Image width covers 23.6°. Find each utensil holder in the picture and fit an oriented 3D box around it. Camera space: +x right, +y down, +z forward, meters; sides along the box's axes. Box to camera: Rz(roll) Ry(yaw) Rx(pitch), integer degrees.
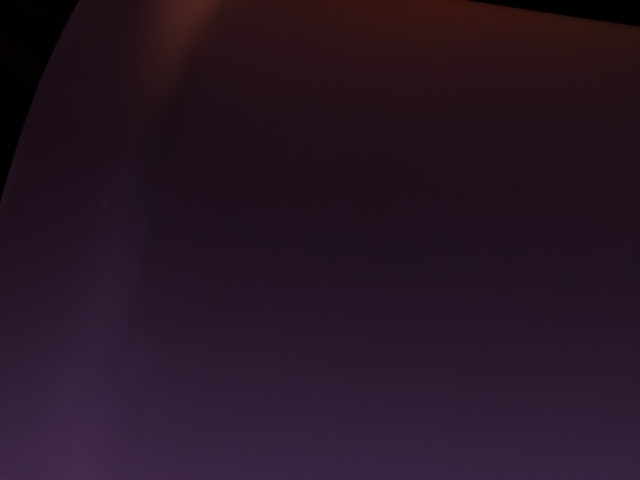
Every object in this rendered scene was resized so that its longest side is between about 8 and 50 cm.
[{"bbox_3d":[0.108,0.082,0.528,0.385,0.327,0.327,7,165,4],"label":"utensil holder"}]

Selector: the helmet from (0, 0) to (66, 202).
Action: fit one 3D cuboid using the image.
[{"bbox_3d":[-0.160,-0.006,0.607,0.169,0.169,0.161,2,146,-32],"label":"helmet"}]
